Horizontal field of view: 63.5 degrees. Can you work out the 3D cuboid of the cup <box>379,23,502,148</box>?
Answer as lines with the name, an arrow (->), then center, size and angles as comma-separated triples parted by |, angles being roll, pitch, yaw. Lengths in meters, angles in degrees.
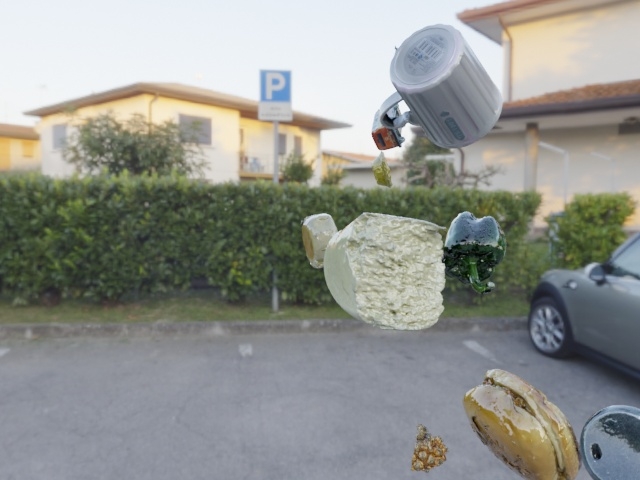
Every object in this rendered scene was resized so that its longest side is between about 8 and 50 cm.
cup -> 0.223, -0.282, 1.016 | 0.202, 0.221, 0.167 | 32, 21, -49

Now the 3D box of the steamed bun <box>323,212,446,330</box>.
steamed bun -> 0.157, 0.103, 1.287 | 0.290, 0.272, 0.273 | 20, -28, -25

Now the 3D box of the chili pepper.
chili pepper -> 0.409, 0.039, 1.399 | 0.165, 0.174, 0.261 | 27, 42, -4

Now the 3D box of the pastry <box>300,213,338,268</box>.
pastry -> 0.000, 0.000, 1.512 | 0.088, 0.166, 0.166 | -12, 6, -14

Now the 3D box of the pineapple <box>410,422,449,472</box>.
pineapple -> 0.260, 0.511, 1.302 | 0.114, 0.114, 0.077 | -10, -1, -18

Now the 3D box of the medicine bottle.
medicine bottle -> 0.573, 0.374, 0.876 | 0.293, 0.142, 0.141 | 26, -11, -33

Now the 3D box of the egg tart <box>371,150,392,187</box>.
egg tart -> 0.155, -0.176, 1.322 | 0.039, 0.105, 0.105 | -17, 2, 4

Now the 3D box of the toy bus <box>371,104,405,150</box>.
toy bus -> 0.280, -0.475, 2.140 | 0.119, 0.121, 0.265 | -17, 32, 23

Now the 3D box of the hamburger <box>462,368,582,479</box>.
hamburger -> 0.538, 0.514, 1.395 | 0.174, 0.284, 0.304 | -33, 17, -11
